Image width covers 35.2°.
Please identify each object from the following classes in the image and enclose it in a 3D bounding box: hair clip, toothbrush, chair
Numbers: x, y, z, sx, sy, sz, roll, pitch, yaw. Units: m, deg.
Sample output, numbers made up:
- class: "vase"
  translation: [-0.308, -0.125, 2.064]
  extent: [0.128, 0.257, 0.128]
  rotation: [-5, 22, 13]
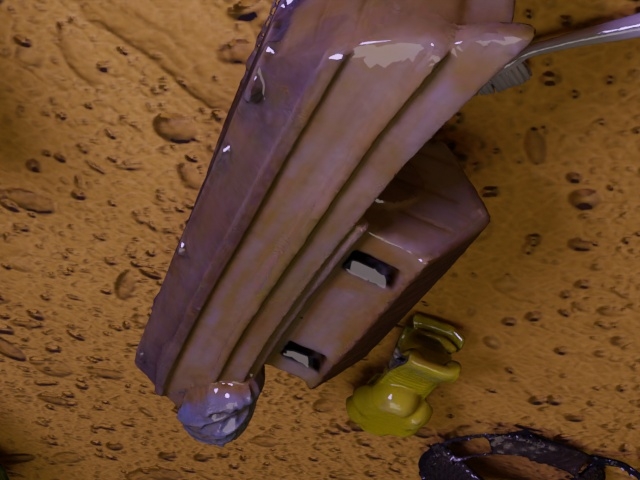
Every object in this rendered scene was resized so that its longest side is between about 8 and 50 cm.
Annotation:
- class: "hair clip"
  translation: [0.070, 0.124, 0.837]
  extent: [0.072, 0.046, 0.173]
  rotation: [21, 145, -6]
- class: "toothbrush"
  translation: [0.185, -0.114, 0.501]
  extent: [0.257, 0.018, 0.024]
  rotation: [-14, 140, 31]
- class: "chair"
  translation: [0.204, 0.251, 0.941]
  extent: [0.213, 0.149, 0.174]
  rotation: [45, 159, 28]

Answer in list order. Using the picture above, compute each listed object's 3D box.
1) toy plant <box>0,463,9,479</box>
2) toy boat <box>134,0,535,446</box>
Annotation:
- class: "toy plant"
  translation: [-0.455, 0.344, 1.182]
  extent: [0.218, 0.175, 0.235]
  rotation: [-23, 148, -14]
- class: "toy boat"
  translation: [0.000, 0.000, 0.610]
  extent: [0.162, 0.136, 0.445]
  rotation: [22, 142, -7]
